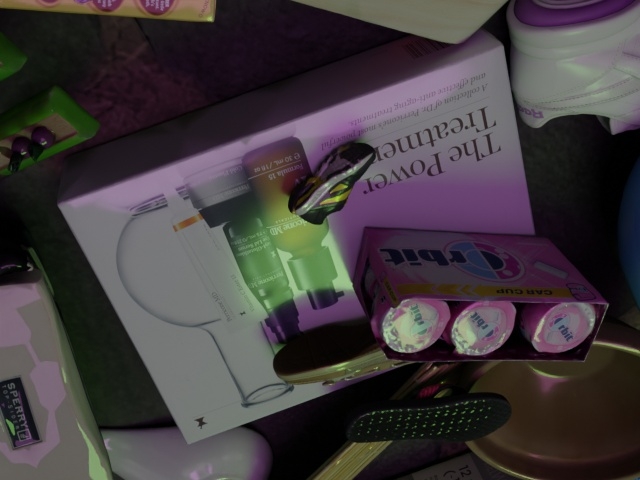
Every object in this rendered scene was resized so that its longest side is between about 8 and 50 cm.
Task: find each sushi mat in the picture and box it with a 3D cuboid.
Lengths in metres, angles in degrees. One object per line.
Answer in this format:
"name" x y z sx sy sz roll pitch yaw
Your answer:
"sushi mat" 0.040 0.230 0.873 0.316 0.019 0.151 -47 155 14

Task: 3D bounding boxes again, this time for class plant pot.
"plant pot" 0.262 0.147 0.848 0.238 0.109 0.237 6 132 7

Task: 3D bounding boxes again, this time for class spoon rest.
"spoon rest" -0.176 0.243 0.855 0.277 0.084 0.137 12 117 -33

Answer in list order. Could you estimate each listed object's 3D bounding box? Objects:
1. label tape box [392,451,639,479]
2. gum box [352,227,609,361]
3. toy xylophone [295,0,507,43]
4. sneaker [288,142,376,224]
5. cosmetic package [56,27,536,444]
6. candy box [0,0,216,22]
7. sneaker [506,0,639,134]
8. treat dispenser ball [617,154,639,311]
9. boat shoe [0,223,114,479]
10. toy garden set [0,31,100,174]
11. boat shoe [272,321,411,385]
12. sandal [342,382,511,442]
"label tape box" 0.225 0.374 0.988 0.348 0.115 0.249 -20 122 -4
"gum box" 0.123 0.045 0.675 0.189 0.107 0.062 3 119 -16
"toy xylophone" 0.061 -0.235 0.539 0.323 0.081 0.236 10 146 -43
"sneaker" 0.013 -0.045 0.647 0.083 0.031 0.035 -37 133 13
"cosmetic package" 0.000 0.000 0.740 0.377 0.097 0.284 -20 124 -1
"candy box" -0.172 -0.198 0.581 0.187 0.109 0.053 0 118 -12
"sneaker" 0.308 -0.180 0.717 0.305 0.114 0.152 -11 134 -2
"treat dispenser ball" 0.416 -0.006 0.718 0.288 0.288 0.288 -5 119 -10
"boat shoe" -0.255 0.145 0.707 0.127 0.158 0.340 -8 111 -17
"toy garden set" -0.311 -0.117 0.558 0.204 0.049 0.244 -14 134 37
"boat shoe" 0.034 0.103 0.721 0.153 0.056 0.048 -17 122 -13
"sandal" 0.104 0.161 0.779 0.179 0.040 0.067 3 127 -20
